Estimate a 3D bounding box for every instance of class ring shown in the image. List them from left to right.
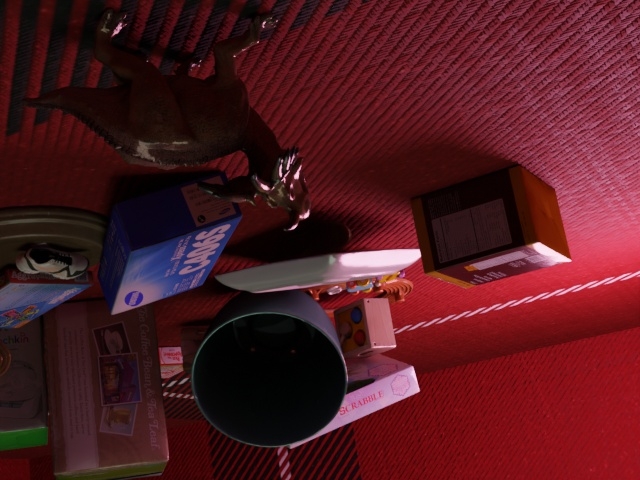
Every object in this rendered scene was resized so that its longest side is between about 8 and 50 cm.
[{"bbox_3d":[0.042,0.140,2.230,0.337,0.032,0.336,-7,164,-2],"label":"ring"}]

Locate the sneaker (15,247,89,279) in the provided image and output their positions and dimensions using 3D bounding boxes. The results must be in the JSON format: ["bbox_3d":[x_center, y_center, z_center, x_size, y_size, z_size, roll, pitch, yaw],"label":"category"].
[{"bbox_3d":[-0.389,0.032,1.477,0.109,0.040,0.044,3,158,-37],"label":"sneaker"}]

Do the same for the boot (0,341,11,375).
[{"bbox_3d":[-0.718,0.213,1.866,0.284,0.109,0.220,-6,-179,-13],"label":"boot"}]

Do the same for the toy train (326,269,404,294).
[{"bbox_3d":[0.090,0.060,1.967,0.125,0.046,0.166,8,154,-42],"label":"toy train"}]

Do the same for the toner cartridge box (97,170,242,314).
[{"bbox_3d":[-0.236,0.013,1.507,0.165,0.075,0.348,-18,168,-20],"label":"toner cartridge box"}]

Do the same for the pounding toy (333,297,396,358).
[{"bbox_3d":[0.076,0.206,2.184,0.100,0.130,0.141,4,160,-37],"label":"pounding toy"}]

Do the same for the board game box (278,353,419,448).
[{"bbox_3d":[-0.001,0.329,2.201,0.318,0.065,0.319,-20,-167,-24],"label":"board game box"}]

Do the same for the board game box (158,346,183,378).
[{"bbox_3d":[-0.413,0.311,2.541,0.147,0.045,0.193,2,161,-33],"label":"board game box"}]

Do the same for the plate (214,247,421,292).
[{"bbox_3d":[0.003,0.055,1.763,0.278,0.045,0.277,-11,174,39],"label":"plate"}]

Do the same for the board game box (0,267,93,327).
[{"bbox_3d":[-0.507,0.100,1.660,0.145,0.027,0.281,5,159,-41],"label":"board game box"}]

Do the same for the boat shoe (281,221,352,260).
[{"bbox_3d":[0.000,0.002,1.704,0.153,0.056,0.048,-22,169,42],"label":"boat shoe"}]

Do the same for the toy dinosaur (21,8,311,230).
[{"bbox_3d":[-0.133,-0.109,0.986,0.296,0.200,0.127,-1,162,-23],"label":"toy dinosaur"}]

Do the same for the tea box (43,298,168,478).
[{"bbox_3d":[-0.434,0.312,2.028,0.220,0.328,0.323,-4,162,-14],"label":"tea box"}]

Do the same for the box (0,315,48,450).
[{"bbox_3d":[-0.617,0.290,2.030,0.127,0.231,0.262,-4,164,-17],"label":"box"}]

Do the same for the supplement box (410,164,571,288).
[{"bbox_3d":[0.282,-0.016,1.654,0.194,0.129,0.191,-17,162,26],"label":"supplement box"}]

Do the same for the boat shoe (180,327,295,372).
[{"bbox_3d":[-0.146,0.225,2.276,0.341,0.110,0.121,-5,162,-14],"label":"boat shoe"}]

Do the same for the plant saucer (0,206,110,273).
[{"bbox_3d":[-0.447,0.012,1.522,0.278,0.041,0.278,-8,163,-3],"label":"plant saucer"}]

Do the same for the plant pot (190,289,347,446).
[{"bbox_3d":[-0.097,0.219,1.977,0.293,0.293,0.235,-10,-158,4],"label":"plant pot"}]
